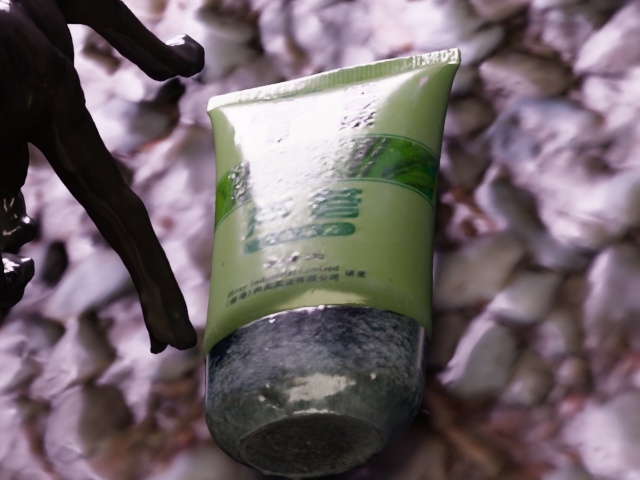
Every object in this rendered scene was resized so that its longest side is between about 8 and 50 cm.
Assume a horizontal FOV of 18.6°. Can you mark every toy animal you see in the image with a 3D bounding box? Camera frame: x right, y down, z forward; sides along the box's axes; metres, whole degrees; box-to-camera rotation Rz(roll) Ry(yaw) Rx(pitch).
[{"bbox_3d":[-0.099,-0.052,0.652,0.084,0.148,0.233,-11,46,10],"label":"toy animal"}]

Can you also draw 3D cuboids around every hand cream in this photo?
[{"bbox_3d":[0.000,0.000,0.639,0.095,0.046,0.175,-11,45,14],"label":"hand cream"}]
